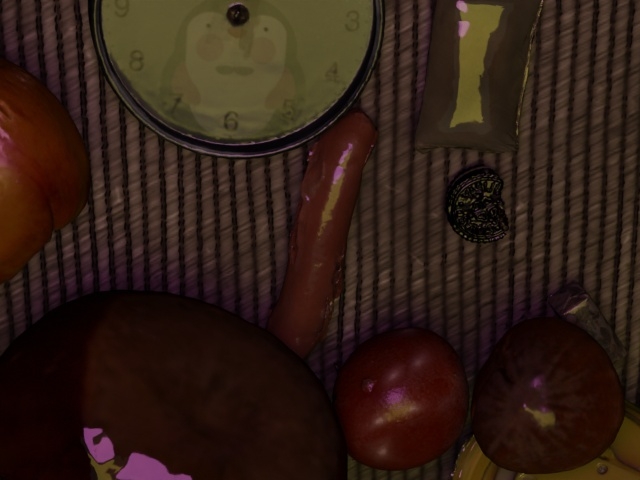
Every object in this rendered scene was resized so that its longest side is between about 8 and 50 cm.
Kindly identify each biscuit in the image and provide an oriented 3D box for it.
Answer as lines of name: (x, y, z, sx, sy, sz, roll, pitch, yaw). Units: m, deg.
biscuit: (0.182, -0.040, 1.801, 0.089, 0.027, 0.087, 28, 107, -14)

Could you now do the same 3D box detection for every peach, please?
peach: (-0.377, -0.085, 1.616, 0.281, 0.238, 0.281, 22, 142, 18)

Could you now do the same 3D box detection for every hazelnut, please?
hazelnut: (-0.179, 0.250, 1.715, 0.409, 0.359, 0.359, 25, 107, -3)
hazelnut: (0.257, 0.180, 1.777, 0.182, 0.182, 0.182, -2, 111, -5)

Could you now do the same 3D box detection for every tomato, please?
tomato: (0.095, 0.177, 1.802, 0.167, 0.167, 0.167, -2, 111, -5)

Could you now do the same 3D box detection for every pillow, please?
pillow: (0.171, -0.188, 1.729, 0.119, 0.053, 0.208, 4, 107, -9)

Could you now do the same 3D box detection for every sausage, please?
sausage: (-0.001, 0.000, 1.775, 0.078, 0.078, 0.304, 11, 110, -10)

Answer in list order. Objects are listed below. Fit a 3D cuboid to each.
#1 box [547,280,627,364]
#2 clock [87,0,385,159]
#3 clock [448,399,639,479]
box: (0.309, 0.099, 1.849, 0.045, 0.062, 0.098, -34, 108, 3)
clock: (-0.087, -0.240, 1.678, 0.319, 0.066, 0.319, -2, 110, -5)
clock: (0.293, 0.312, 1.841, 0.277, 0.293, 0.071, -56, 152, -10)
